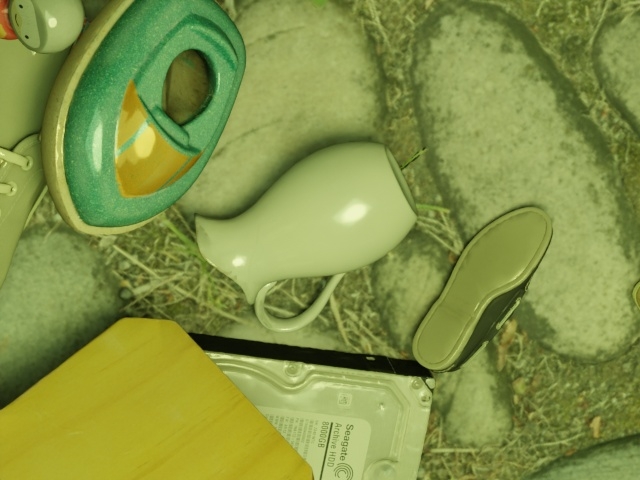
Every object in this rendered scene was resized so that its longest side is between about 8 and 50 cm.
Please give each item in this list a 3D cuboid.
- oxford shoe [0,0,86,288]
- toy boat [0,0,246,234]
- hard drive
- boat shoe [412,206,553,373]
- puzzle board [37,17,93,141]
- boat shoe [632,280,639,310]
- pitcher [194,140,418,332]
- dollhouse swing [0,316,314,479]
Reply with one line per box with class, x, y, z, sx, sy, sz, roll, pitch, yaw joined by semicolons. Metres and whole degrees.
oxford shoe;-0.341;-0.061;1.909;0.169;0.130;0.449;22;100;-12
toy boat;-0.197;-0.150;1.826;0.318;0.148;0.268;36;75;-45
hard drive;-0.064;0.226;2.069;0.338;0.064;0.237;8;104;-12
boat shoe;0.177;0.054;2.072;0.206;0.075;0.065;-53;150;2
puzzle board;-0.219;-0.142;1.923;0.096;0.011;0.128;25;83;-46
boat shoe;0.394;0.089;2.113;0.135;0.045;0.050;36;97;-17
pitcher;0.000;0.000;1.996;0.207;0.125;0.178;-25;129;9
dollhouse swing;-0.204;0.309;1.946;0.305;0.347;0.315;-31;151;-29
